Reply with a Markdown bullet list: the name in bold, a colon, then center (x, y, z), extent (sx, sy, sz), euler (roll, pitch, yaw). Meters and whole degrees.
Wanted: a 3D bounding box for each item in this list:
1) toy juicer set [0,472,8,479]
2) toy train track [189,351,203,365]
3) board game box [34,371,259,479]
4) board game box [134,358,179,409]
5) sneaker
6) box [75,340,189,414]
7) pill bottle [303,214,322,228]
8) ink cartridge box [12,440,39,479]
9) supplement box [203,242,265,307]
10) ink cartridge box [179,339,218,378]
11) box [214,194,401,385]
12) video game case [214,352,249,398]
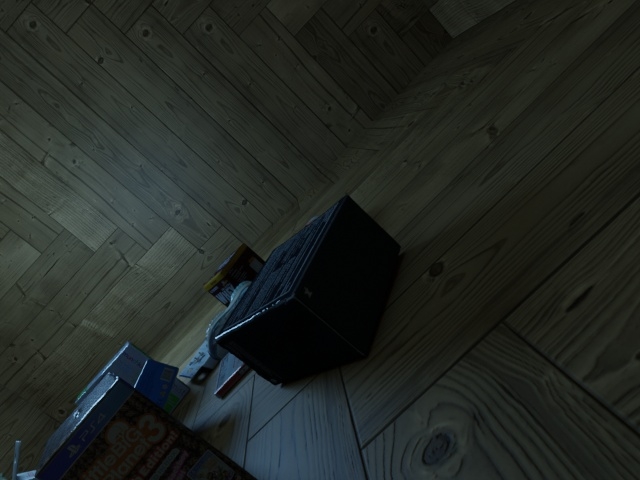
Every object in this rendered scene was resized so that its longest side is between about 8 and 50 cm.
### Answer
- **toy juicer set**: center (-0.705, 0.636, 0.873), extent (0.209, 0.090, 0.328), euler (-53, 47, 38)
- **toy train track**: center (-0.435, 0.410, 1.467), extent (0.083, 0.014, 0.048), euler (-42, 14, 28)
- **board game box**: center (-0.264, 0.357, 0.671), extent (0.141, 0.291, 0.232), euler (-54, 14, -28)
- **board game box**: center (-0.475, 0.512, 1.042), extent (0.301, 0.086, 0.308), euler (-60, 14, 28)
- **sneaker**: center (-0.270, 0.264, 1.388), extent (0.122, 0.110, 0.282), euler (8, 64, 42)
- **box**: center (-0.622, 0.511, 1.413), extent (0.231, 0.262, 0.127), euler (-51, 14, -23)
- **pill bottle**: center (0.000, 0.000, 1.290), extent (0.121, 0.121, 0.221), euler (-43, 14, 15)
- **ink cartridge box**: center (-0.600, 0.612, 0.911), extent (0.207, 0.119, 0.352), euler (-31, 63, 48)
- **supplement box**: center (-0.294, 0.153, 1.596), extent (0.129, 0.194, 0.191), euler (-37, 16, 37)
- **ink cartridge box**: center (-0.398, 0.403, 1.505), extent (0.224, 0.045, 0.223), euler (-55, 15, -28)
- **box**: center (-0.020, 0.110, 0.881), extent (0.294, 0.183, 0.296), euler (-35, 19, 44)
- **video game case**: center (-0.191, 0.298, 1.214), extent (0.285, 0.025, 0.204), euler (-46, 13, 2)
